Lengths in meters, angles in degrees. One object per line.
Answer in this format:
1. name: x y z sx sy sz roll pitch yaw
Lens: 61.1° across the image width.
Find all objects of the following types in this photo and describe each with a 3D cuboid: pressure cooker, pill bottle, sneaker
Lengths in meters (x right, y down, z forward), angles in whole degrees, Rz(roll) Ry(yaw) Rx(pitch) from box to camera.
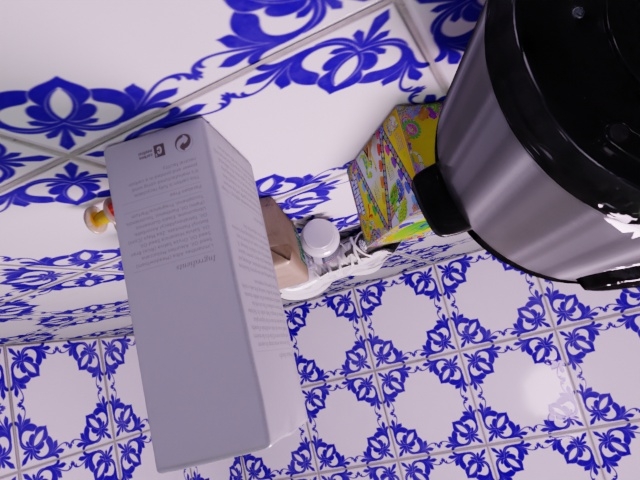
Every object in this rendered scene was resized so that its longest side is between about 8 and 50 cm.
1. pressure cooker: 0.331 -0.139 0.627 0.370 0.375 0.420 20 169 5
2. pill bottle: 0.000 0.000 1.479 0.108 0.107 0.180 -14 168 -1
3. sneaker: 0.055 0.035 1.672 0.448 0.169 0.257 -16 162 -29

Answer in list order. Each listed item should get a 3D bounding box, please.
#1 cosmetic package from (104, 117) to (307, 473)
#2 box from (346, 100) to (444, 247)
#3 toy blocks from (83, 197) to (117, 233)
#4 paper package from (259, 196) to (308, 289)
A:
1. cosmetic package: -0.164 0.078 0.820 0.162 0.452 0.230 -16 167 8
2. box: 0.241 -0.124 1.024 0.290 0.176 0.279 -10 168 -17
3. toy blocks: -0.329 -0.055 0.983 0.148 0.054 0.123 -20 166 23
4. paper package: -0.203 0.041 1.299 0.310 0.168 0.325 -14 167 3
